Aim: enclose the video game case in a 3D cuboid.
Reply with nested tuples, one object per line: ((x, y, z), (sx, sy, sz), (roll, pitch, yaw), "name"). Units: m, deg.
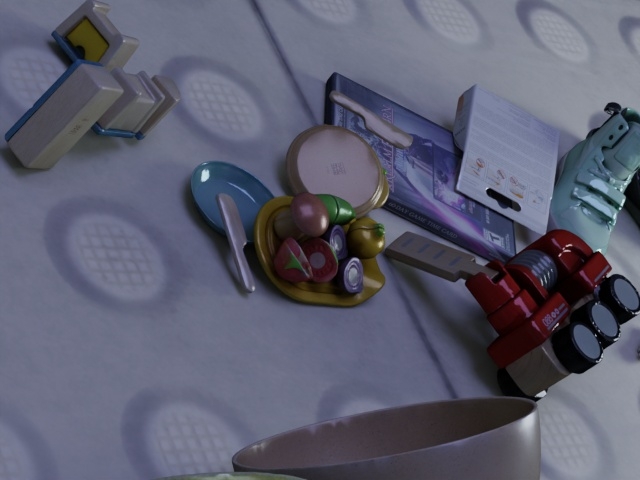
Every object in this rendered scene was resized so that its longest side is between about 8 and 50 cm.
((0.126, -0.090, 2.199), (0.274, 0.026, 0.196), (26, 37, -20), "video game case")

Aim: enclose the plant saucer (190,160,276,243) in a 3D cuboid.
((-0.097, -0.037, 1.940), (0.119, 0.021, 0.119), (25, 37, -21), "plant saucer")

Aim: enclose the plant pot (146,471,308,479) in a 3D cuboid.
((-0.095, 0.348, 1.350), (0.276, 0.276, 0.253), (11, 57, -35), "plant pot")

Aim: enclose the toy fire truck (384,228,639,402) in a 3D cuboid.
((0.222, 0.052, 2.052), (0.246, 0.158, 0.217), (53, 36, 0), "toy fire truck")

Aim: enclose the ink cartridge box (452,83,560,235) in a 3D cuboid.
((0.237, -0.098, 2.270), (0.145, 0.045, 0.179), (27, 55, -19), "ink cartridge box")

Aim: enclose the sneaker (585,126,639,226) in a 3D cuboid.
((0.471, -0.093, 2.427), (0.087, 0.130, 0.227), (-5, 53, -47), "sneaker")

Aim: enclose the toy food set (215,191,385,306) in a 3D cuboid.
((0.000, 0.000, 1.917), (0.218, 0.071, 0.128), (6, 64, -42), "toy food set")

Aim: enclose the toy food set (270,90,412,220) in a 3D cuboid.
((0.018, -0.074, 2.054), (0.132, 0.038, 0.192), (33, 60, -6), "toy food set")

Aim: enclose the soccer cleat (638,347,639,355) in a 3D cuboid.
((0.430, 0.133, 2.229), (0.036, 0.029, 0.083), (35, 31, 0), "soccer cleat")

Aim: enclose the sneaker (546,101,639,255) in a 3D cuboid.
((0.376, -0.081, 2.307), (0.094, 0.151, 0.256), (32, 37, -14), "sneaker")

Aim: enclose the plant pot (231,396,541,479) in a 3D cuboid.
((0.074, 0.265, 1.597), (0.284, 0.284, 0.190), (-13, 94, -49), "plant pot")

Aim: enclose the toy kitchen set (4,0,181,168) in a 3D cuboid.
((-0.273, -0.174, 1.879), (0.166, 0.122, 0.207), (50, 16, 15), "toy kitchen set")
